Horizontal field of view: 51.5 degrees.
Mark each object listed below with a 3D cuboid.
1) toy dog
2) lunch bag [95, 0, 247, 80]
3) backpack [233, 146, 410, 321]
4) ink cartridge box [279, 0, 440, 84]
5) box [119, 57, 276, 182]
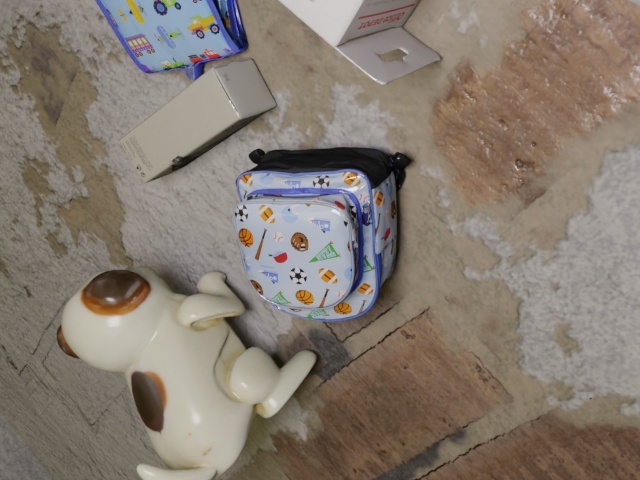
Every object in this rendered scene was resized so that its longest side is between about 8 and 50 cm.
[{"bbox_3d":[-0.287,0.223,1.218,0.408,0.395,0.284,44,137,-2],"label":"toy dog"},{"bbox_3d":[-0.255,-0.402,1.080,0.221,0.138,0.293,-3,118,31],"label":"lunch bag"},{"bbox_3d":[0.000,0.000,1.046,0.276,0.213,0.263,5,124,28],"label":"backpack"},{"bbox_3d":[0.019,-0.370,0.852,0.353,0.207,0.119,43,129,8],"label":"ink cartridge box"},{"bbox_3d":[-0.216,-0.202,1.143,0.275,0.113,0.094,-23,98,39],"label":"box"}]
